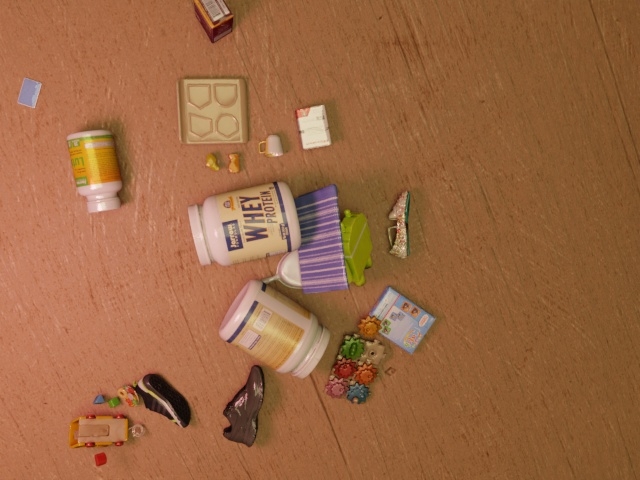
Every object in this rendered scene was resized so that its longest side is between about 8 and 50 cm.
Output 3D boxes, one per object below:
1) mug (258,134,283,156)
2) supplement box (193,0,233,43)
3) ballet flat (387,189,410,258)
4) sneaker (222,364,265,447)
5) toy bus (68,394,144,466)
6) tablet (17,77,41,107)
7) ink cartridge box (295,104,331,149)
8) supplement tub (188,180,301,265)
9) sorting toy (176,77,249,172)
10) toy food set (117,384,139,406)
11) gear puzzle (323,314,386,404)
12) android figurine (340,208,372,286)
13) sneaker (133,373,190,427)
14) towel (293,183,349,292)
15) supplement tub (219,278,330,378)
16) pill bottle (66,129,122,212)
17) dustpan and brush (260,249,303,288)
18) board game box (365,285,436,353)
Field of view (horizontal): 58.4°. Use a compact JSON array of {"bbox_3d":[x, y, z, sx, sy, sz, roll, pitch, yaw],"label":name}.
[{"bbox_3d":[-0.165,-0.318,1.915,0.078,0.062,0.064,-4,89,-15],"label":"mug"},{"bbox_3d":[-0.332,-0.700,1.781,0.080,0.188,0.104,-32,100,-6],"label":"supplement box"},{"bbox_3d":[0.275,-0.056,2.004,0.077,0.091,0.241,1,92,13],"label":"ballet flat"},{"bbox_3d":[-0.264,0.567,1.968,0.130,0.109,0.286,12,92,-4],"label":"sneaker"},{"bbox_3d":[-0.726,0.635,1.894,0.104,0.191,0.202,-29,102,39],"label":"toy bus"},{"bbox_3d":[-0.916,-0.465,1.802,0.054,0.006,0.083,17,92,-10],"label":"tablet"},{"bbox_3d":[-0.025,-0.380,1.931,0.099,0.056,0.135,-11,97,-8],"label":"ink cartridge box"},{"bbox_3d":[-0.242,-0.049,1.838,0.324,0.235,0.236,-13,98,-8],"label":"supplement tub"},{"bbox_3d":[-0.352,-0.377,1.891,0.229,0.041,0.307,-3,96,-13],"label":"sorting toy"},{"bbox_3d":[-0.641,0.522,1.918,0.082,0.020,0.083,-32,91,36],"label":"toy food set"},{"bbox_3d":[0.144,0.424,2.026,0.175,0.044,0.339,18,100,-11],"label":"gear puzzle"},{"bbox_3d":[0.113,0.020,1.908,0.056,0.248,0.273,3,138,26],"label":"android figurine"},{"bbox_3d":[-0.539,0.549,1.944,0.097,0.084,0.235,-35,100,20],"label":"sneaker"},{"bbox_3d":[0.000,0.000,1.866,0.040,0.243,0.336,-4,84,-36],"label":"towel"},{"bbox_3d":[-0.149,0.296,1.892,0.316,0.228,0.228,33,90,-11],"label":"supplement tub"},{"bbox_3d":[-0.701,-0.215,1.796,0.136,0.136,0.246,-10,97,-8],"label":"pill bottle"},{"bbox_3d":[-0.120,0.114,1.973,0.211,0.060,0.147,-20,88,-13],"label":"dustpan and brush"},{"bbox_3d":[0.285,0.287,2.058,0.211,0.039,0.160,34,90,-10],"label":"board game box"}]
